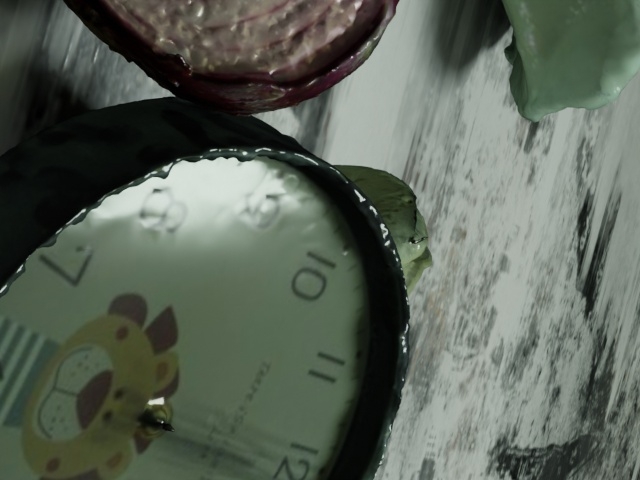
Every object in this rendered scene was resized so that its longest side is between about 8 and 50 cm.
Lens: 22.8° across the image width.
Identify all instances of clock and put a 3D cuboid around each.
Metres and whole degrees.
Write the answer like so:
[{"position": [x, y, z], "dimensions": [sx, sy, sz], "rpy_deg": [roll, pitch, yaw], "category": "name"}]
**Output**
[{"position": [-0.084, 0.086, 0.763], "dimensions": [0.313, 0.061, 0.312], "rpy_deg": [-22, 125, -35], "category": "clock"}]

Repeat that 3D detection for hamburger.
[{"position": [0.000, 0.000, 0.932], "dimensions": [0.140, 0.133, 0.062], "rpy_deg": [-58, 153, -56], "category": "hamburger"}]

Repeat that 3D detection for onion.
[{"position": [-0.027, -0.171, 0.708], "dimensions": [0.218, 0.195, 0.140], "rpy_deg": [-44, -168, -5], "category": "onion"}]

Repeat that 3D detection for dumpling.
[{"position": [0.227, -0.242, 1.206], "dimensions": [0.320, 0.212, 0.270], "rpy_deg": [-44, 145, -33], "category": "dumpling"}]
